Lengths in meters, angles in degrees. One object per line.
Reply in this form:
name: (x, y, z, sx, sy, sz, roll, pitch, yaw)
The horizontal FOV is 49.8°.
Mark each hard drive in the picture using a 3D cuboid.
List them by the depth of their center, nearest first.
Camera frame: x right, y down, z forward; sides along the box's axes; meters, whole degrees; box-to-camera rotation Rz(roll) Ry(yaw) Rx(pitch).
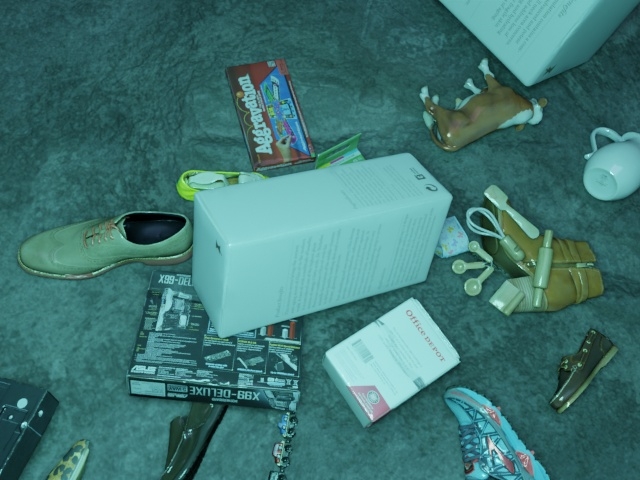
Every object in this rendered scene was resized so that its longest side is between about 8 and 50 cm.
hard drive: (-0.618, 0.382, 1.134, 0.237, 0.064, 0.339, 9, 55, 16)

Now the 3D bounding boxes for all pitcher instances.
pitcher: (0.683, -0.188, 1.614, 0.178, 0.125, 0.207, 34, 52, 31)

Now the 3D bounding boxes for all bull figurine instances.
bull figurine: (0.381, -0.316, 1.632, 0.310, 0.101, 0.188, -25, 67, -20)

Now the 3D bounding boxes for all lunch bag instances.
lunch bag: (0.275, -0.002, 1.495, 0.071, 0.053, 0.083, -18, 59, -18)

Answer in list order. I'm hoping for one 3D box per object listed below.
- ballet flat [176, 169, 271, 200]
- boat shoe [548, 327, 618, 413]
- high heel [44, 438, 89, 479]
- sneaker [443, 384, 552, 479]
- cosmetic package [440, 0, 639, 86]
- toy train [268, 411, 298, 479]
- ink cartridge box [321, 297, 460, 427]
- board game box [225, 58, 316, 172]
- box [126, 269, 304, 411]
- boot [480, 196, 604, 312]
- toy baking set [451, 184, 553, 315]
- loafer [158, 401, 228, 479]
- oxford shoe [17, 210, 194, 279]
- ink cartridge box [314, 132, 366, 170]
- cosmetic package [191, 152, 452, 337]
ballet flat: (-0.190, -0.116, 1.469, 0.231, 0.077, 0.077, 2, 64, -7)
boat shoe: (0.518, 0.262, 1.397, 0.073, 0.073, 0.207, 43, 60, 14)
high heel: (-0.524, 0.425, 1.160, 0.186, 0.093, 0.261, 27, 70, 3)
sneaker: (0.309, 0.391, 1.288, 0.125, 0.104, 0.262, -35, 74, -19)
cosmetic package: (0.530, -0.642, 1.638, 0.327, 0.329, 0.393, -27, 71, -38)
toy train: (-0.072, 0.392, 1.277, 0.036, 0.027, 0.158, 8, 64, 8)
ink cartridge box: (0.135, 0.236, 1.342, 0.218, 0.092, 0.158, -30, 72, -18)
board game box: (-0.118, -0.292, 1.591, 0.145, 0.027, 0.281, -13, 68, -12)
box: (-0.186, 0.183, 1.296, 0.308, 0.076, 0.242, 6, 47, -5)
boot: (0.476, 0.013, 1.482, 0.220, 0.109, 0.283, -9, 69, -10)
toy baking set: (0.380, 0.021, 1.408, 0.197, 0.030, 0.256, 16, 83, 2)
loafer: (-0.240, 0.357, 1.247, 0.078, 0.080, 0.220, 23, 55, 7)
oxford shoe: (-0.421, -0.009, 1.357, 0.348, 0.130, 0.123, -10, 67, -12)
ink cartridge box: (0.042, -0.122, 1.431, 0.109, 0.209, 0.062, -28, 71, -19)
cosmetic package: (0.000, 0.000, 1.297, 0.453, 0.230, 0.161, -13, 45, -26)
